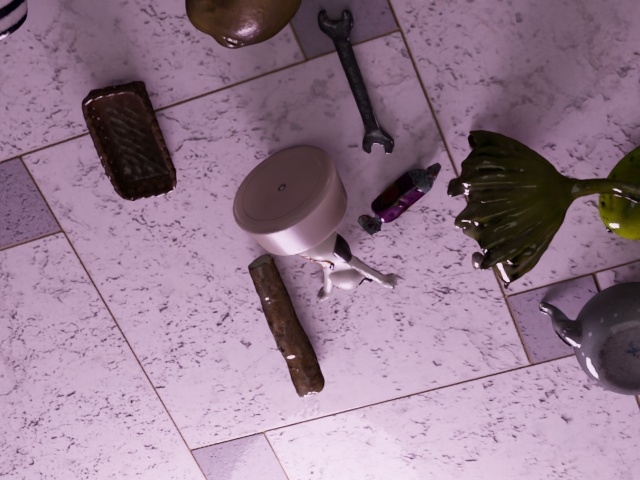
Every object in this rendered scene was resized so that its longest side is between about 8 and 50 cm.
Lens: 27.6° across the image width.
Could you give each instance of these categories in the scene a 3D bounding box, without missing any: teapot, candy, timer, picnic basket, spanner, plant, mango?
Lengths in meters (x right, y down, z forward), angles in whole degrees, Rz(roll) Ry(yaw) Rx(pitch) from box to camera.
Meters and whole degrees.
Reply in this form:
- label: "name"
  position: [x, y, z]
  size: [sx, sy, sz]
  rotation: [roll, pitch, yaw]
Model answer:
- label: "teapot"
  position: [0.501, 0.152, 2.086]
  size: [0.294, 0.129, 0.193]
  rotation: [5, 123, 1]
- label: "candy"
  position: [0.122, -0.068, 2.038]
  size: [0.175, 0.045, 0.043]
  rotation: [-41, 144, 25]
- label: "timer"
  position: [0.000, 0.000, 2.048]
  size: [0.175, 0.175, 0.266]
  rotation: [-20, 132, 18]
- label: "picnic basket"
  position: [-0.292, -0.156, 2.021]
  size: [0.110, 0.055, 0.193]
  rotation: [-10, 120, 12]
- label: "spanner"
  position: [0.055, -0.234, 1.954]
  size: [0.054, 0.015, 0.254]
  rotation: [-14, 120, 14]
- label: "plant"
  position: [0.358, -0.076, 1.925]
  size: [0.333, 0.180, 0.251]
  rotation: [-15, 108, 12]
- label: "mango"
  position: [0.490, -0.083, 1.954]
  size: [0.119, 0.100, 0.178]
  rotation: [17, 117, -31]

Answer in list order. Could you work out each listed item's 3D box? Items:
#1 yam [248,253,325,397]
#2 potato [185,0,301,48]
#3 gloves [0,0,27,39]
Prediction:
- label: "yam"
  position: [-0.059, 0.144, 2.183]
  size: [0.061, 0.061, 0.274]
  rotation: [-14, 119, 15]
- label: "potato"
  position: [-0.101, -0.364, 1.824]
  size: [0.154, 0.137, 0.200]
  rotation: [40, 123, 18]
- label: "gloves"
  position: [-0.505, -0.397, 1.852]
  size: [0.140, 0.131, 0.219]
  rotation: [-14, 129, 12]
